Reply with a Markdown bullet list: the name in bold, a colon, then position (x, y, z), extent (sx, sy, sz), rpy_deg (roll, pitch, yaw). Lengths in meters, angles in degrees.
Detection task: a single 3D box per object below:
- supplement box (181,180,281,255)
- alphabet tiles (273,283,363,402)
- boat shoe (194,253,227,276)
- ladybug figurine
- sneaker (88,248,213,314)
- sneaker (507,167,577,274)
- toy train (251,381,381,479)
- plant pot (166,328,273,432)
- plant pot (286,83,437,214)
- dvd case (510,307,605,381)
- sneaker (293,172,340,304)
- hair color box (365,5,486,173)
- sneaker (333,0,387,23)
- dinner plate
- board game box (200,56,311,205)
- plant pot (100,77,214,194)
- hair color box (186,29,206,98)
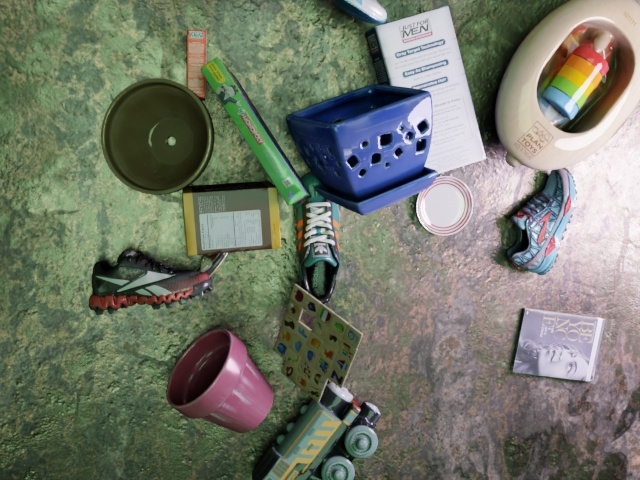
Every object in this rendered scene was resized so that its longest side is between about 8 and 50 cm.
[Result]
- **supplement box**: position (-0.194, -0.052, 1.600), extent (0.194, 0.191, 0.129), rpy_deg (-4, 99, -9)
- **alphabet tiles**: position (-0.015, 0.243, 1.672), extent (0.198, 0.009, 0.237), rpy_deg (35, 125, 26)
- **boat shoe**: position (-0.258, 0.060, 1.680), extent (0.043, 0.049, 0.137), rpy_deg (40, 95, -10)
- **ladybug figurine**: position (0.555, -0.354, 1.702), extent (0.305, 0.162, 0.449), rpy_deg (41, 89, -13)
- **sneaker**: position (-0.372, 0.081, 1.620), extent (0.275, 0.097, 0.135), rpy_deg (-6, 95, 5)
- **sneaker**: position (0.517, -0.053, 1.769), extent (0.125, 0.104, 0.262), rpy_deg (14, 95, -9)
- **toy train**: position (-0.008, 0.492, 1.744), extent (0.190, 0.142, 0.334), rpy_deg (37, 90, -3)
- **plant pot**: position (-0.209, 0.327, 1.661), extent (0.201, 0.201, 0.180), rpy_deg (-46, 118, -1)
- **plant pot**: position (0.096, -0.189, 1.572), extent (0.235, 0.236, 0.212), rpy_deg (-24, 113, -19)
- **dvd case**: position (0.594, 0.261, 1.870), extent (0.221, 0.018, 0.165), rpy_deg (8, 96, -11)
- **sneaker**: position (0.000, 0.000, 1.676), extent (0.108, 0.121, 0.302), rpy_deg (-4, 97, -8)
- **hair color box**: position (0.236, -0.325, 1.679), extent (0.173, 0.105, 0.348), rpy_deg (-17, 101, -6)
- **sneaker**: position (0.055, -0.541, 1.562), extent (0.228, 0.087, 0.092), rpy_deg (36, 90, -15)
- **dinner plate**: position (0.292, -0.082, 1.769), extent (0.141, 0.017, 0.141), rpy_deg (-1, 99, -9)
- **board game box**: position (-0.125, -0.214, 1.547), extent (0.046, 0.213, 0.317), rpy_deg (-33, 91, 2)
- **plant pot**: position (-0.331, -0.214, 1.581), extent (0.237, 0.110, 0.238), rpy_deg (0, 91, 6)
- **hair color box**: position (-0.266, -0.374, 1.603), extent (0.043, 0.072, 0.141), rpy_deg (1, 97, -11)
